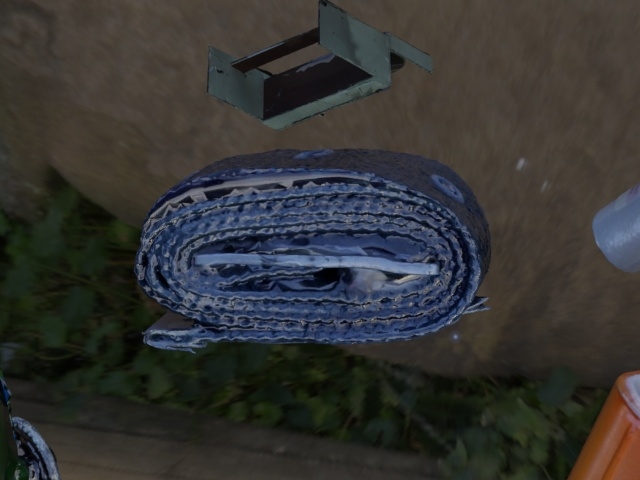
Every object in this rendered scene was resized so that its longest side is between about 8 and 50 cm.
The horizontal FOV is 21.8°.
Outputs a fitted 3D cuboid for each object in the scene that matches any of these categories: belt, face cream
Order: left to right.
[{"bbox_3d":[0.000,0.000,1.052,0.218,0.128,0.122,1,103,13],"label":"belt"},{"bbox_3d":[0.292,-0.049,1.226,0.198,0.084,0.057,-39,85,34],"label":"face cream"}]

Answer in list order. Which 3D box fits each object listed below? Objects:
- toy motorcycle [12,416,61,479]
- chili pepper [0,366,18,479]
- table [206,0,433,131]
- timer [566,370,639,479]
[{"bbox_3d":[-0.235,0.265,1.329,0.125,0.187,0.274,-23,105,-38],"label":"toy motorcycle"},{"bbox_3d":[-0.291,0.086,0.784,0.233,0.257,0.248,-38,79,31],"label":"chili pepper"},{"bbox_3d":[0.002,-0.160,1.614,0.146,0.175,0.062,-18,62,37],"label":"table"},{"bbox_3d":[0.324,0.203,1.143,0.257,0.250,0.161,49,135,27],"label":"timer"}]
